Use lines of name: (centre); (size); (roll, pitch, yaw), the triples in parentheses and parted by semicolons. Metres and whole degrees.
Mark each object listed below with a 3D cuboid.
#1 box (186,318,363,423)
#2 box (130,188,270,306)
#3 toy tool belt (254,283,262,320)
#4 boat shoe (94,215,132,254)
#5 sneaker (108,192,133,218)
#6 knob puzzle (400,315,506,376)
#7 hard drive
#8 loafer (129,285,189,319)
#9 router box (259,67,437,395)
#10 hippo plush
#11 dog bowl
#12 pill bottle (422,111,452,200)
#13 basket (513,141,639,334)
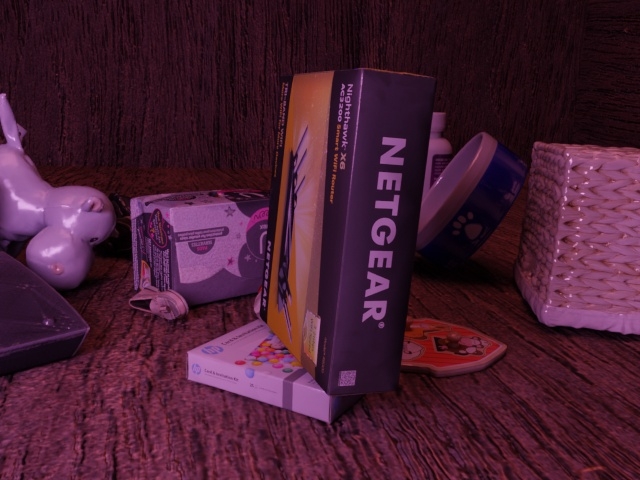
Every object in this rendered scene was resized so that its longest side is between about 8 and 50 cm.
box: (-0.036, 0.143, 0.740); (0.186, 0.038, 0.145); (8, 13, 29)
box: (-0.168, 0.002, 1.062); (0.247, 0.164, 0.142); (-9, 15, -41)
toy tool belt: (-0.070, 0.094, 0.956); (0.051, 0.052, 0.083); (32, 12, -10)
boat shoe: (-0.424, -0.007, 1.280); (0.073, 0.080, 0.223); (-16, 16, -40)
sneaker: (-0.367, -0.029, 1.372); (0.130, 0.109, 0.286); (4, 15, -46)
knob puzzle: (0.150, 0.130, 0.853); (0.213, 0.030, 0.213); (2, 12, 0)
hard drive: (-0.421, 0.088, 0.795); (0.254, 0.054, 0.172); (26, 25, 37)
loafer: (-0.236, 0.095, 0.930); (0.039, 0.045, 0.125); (-28, 22, -35)
router box: (0.014, -0.024, 0.699); (0.080, 0.309, 0.243); (1, 11, -22)
hippo plush: (-0.463, -0.031, 1.076); (0.236, 0.294, 0.234); (20, -20, -5)
dog bowl: (0.279, -0.075, 1.249); (0.104, 0.265, 0.265); (34, 13, -2)
pill bottle: (0.240, -0.168, 1.598); (0.169, 0.302, 0.169); (2, 12, -1)
basket: (0.510, -0.013, 1.036); (0.331, 0.267, 0.328); (6, 12, 8)
